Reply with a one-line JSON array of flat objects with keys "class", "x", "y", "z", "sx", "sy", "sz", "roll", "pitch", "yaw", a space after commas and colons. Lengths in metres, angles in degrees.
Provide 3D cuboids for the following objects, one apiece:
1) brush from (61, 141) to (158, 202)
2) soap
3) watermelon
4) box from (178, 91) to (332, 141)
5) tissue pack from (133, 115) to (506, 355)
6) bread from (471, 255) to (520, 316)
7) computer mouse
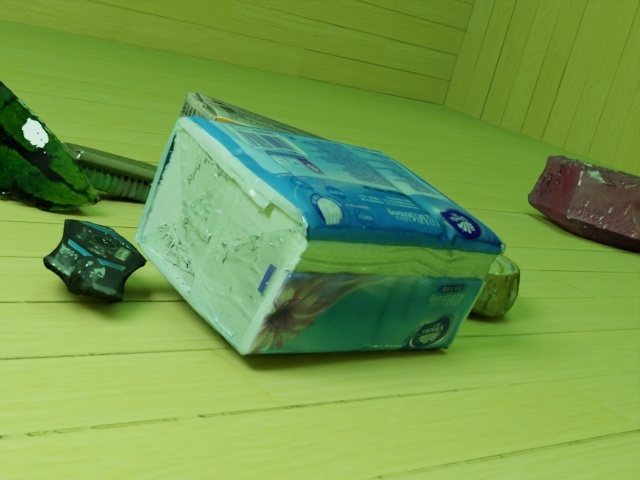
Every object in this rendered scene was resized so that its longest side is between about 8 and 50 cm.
[{"class": "brush", "x": -0.194, "y": -0.067, "z": 1.176, "sx": 0.282, "sy": 0.048, "sz": 0.054, "roll": 12, "pitch": 15, "yaw": -46}, {"class": "soap", "x": 0.578, "y": -0.059, "z": 1.797, "sx": 0.325, "sy": 0.127, "sz": 0.220, "roll": 11, "pitch": 16, "yaw": -22}, {"class": "watermelon", "x": -0.365, "y": -0.114, "z": 1.083, "sx": 0.301, "sy": 0.123, "sz": 0.129, "roll": 29, "pitch": -2, "yaw": 37}, {"class": "box", "x": -0.060, "y": -0.117, "z": 1.355, "sx": 0.274, "sy": 0.091, "sz": 0.221, "roll": 17, "pitch": 10, "yaw": -20}, {"class": "tissue pack", "x": 0.000, "y": 0.000, "z": 0.870, "sx": 0.263, "sy": 0.146, "sz": 0.198, "roll": 6, "pitch": 26, "yaw": -46}, {"class": "bread", "x": 0.149, "y": 0.038, "z": 1.096, "sx": 0.156, "sy": 0.064, "sz": 0.117, "roll": 16, "pitch": 10, "yaw": 6}, {"class": "computer mouse", "x": -0.194, "y": 0.024, "z": 0.809, "sx": 0.079, "sy": 0.047, "sz": 0.135, "roll": 27, "pitch": 11, "yaw": -9}]
